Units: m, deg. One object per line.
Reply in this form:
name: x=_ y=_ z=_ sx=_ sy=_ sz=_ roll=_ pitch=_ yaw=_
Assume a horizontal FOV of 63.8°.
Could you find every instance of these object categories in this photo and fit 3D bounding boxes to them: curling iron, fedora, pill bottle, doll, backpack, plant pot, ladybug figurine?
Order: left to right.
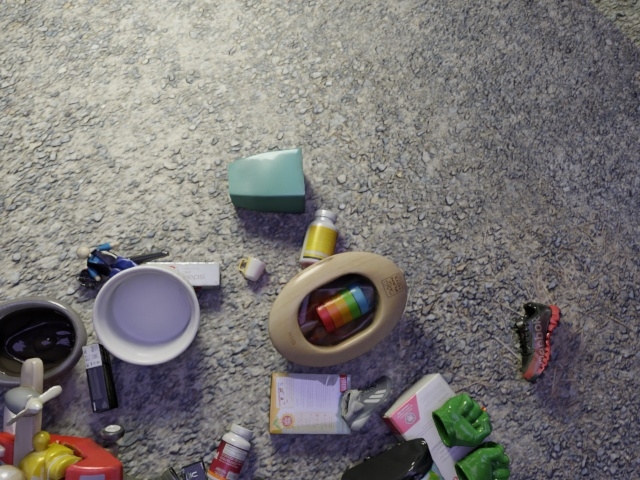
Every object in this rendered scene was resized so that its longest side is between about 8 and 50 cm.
fedora: x=-0.785 y=0.280 z=1.410 sx=0.276 sy=0.124 sz=0.243 roll=-10 pitch=77 yaw=-19
doll: x=-0.618 y=0.064 z=1.503 sx=0.189 sy=0.046 sz=0.128 roll=22 pitch=87 yaw=-5
curling iron: x=-0.591 y=0.080 z=1.550 sx=0.274 sy=0.035 sz=0.068 roll=-19 pitch=82 yaw=-14
pill bottle: x=-0.247 y=0.595 z=1.432 sx=0.086 sy=0.086 sz=0.151 roll=24 pitch=71 yaw=-2
plant pot: x=-0.170 y=-0.181 z=1.638 sx=0.235 sy=0.165 sz=0.165 roll=-5 pitch=75 yaw=-3
pill bottle: x=0.000 y=0.000 z=1.639 sx=0.103 sy=0.103 sz=0.184 roll=15 pitch=73 yaw=-5
ladybug figurine: x=0.053 y=0.198 z=1.544 sx=0.450 sy=0.162 sz=0.304 roll=-23 pitch=93 yaw=-12
backpack: x=0.254 y=0.770 z=1.383 sx=0.290 sy=0.273 sz=0.355 roll=-31 pitch=101 yaw=18

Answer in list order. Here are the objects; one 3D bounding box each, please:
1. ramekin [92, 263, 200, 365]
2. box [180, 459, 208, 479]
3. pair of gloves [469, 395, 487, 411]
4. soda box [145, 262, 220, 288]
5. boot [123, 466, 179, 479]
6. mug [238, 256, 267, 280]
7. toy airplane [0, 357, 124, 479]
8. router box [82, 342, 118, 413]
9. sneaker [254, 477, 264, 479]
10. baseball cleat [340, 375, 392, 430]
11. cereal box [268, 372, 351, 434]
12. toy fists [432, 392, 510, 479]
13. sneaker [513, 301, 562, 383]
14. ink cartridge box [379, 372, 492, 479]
ramekin: x=-0.476 y=0.195 z=1.441 sx=0.278 sy=0.135 sz=0.276 roll=-2 pitch=99 yaw=-10
box: x=-0.344 y=0.657 z=1.415 sx=0.062 sy=0.052 sz=0.083 roll=-15 pitch=76 yaw=-13
pair of gloves: x=0.475 y=0.536 z=1.614 sx=0.083 sy=0.010 sz=0.074 roll=42 pitch=73 yaw=6
soda box: x=-0.414 y=0.108 z=1.555 sx=0.216 sy=0.069 sz=0.073 roll=1 pitch=74 yaw=-10
boot: x=-0.460 y=0.652 z=1.370 sx=0.161 sy=0.083 sz=0.246 roll=-32 pitch=77 yaw=-13
mug: x=-0.213 y=0.091 z=1.608 sx=0.062 sy=0.078 sz=0.064 roll=31 pitch=78 yaw=-34
toy airplane: x=-0.703 y=0.534 z=1.234 sx=0.384 sy=0.272 sz=0.386 roll=-42 pitch=81 yaw=12
router box: x=-0.602 y=0.377 z=1.409 sx=0.046 sy=0.133 sz=0.178 roll=-12 pitch=76 yaw=-15
sneaker: x=-0.185 y=0.749 z=1.417 sx=0.077 sy=0.072 sz=0.178 roll=30 pitch=79 yaw=-13
baseball cleat: x=0.136 y=0.458 z=1.518 sx=0.109 sy=0.072 sz=0.206 roll=54 pitch=51 yaw=-14
cereal box: x=-0.029 y=0.482 z=1.523 sx=0.241 sy=0.047 sz=0.172 roll=5 pitch=74 yaw=-10
toy fists: x=0.431 y=0.568 z=1.428 sx=0.142 sy=0.096 sz=0.279 roll=-20 pitch=77 yaw=-16
sneaker: x=0.685 y=0.320 z=1.669 sx=0.135 sy=0.097 sz=0.275 roll=24 pitch=69 yaw=-2
ink cartridge box: x=0.348 y=0.571 z=1.525 sx=0.207 sy=0.117 sz=0.283 roll=-35 pitch=82 yaw=-18
